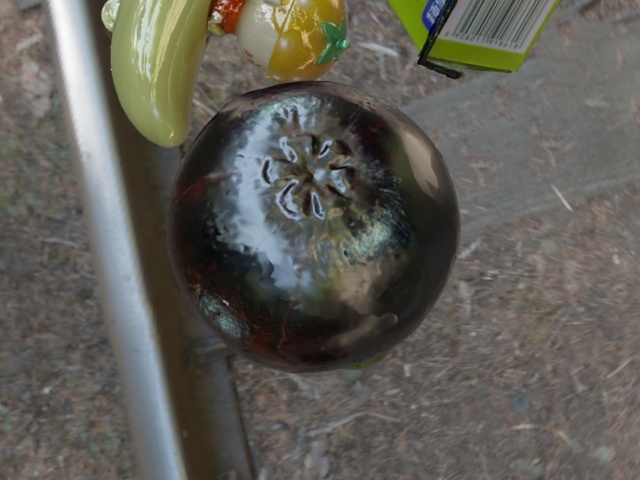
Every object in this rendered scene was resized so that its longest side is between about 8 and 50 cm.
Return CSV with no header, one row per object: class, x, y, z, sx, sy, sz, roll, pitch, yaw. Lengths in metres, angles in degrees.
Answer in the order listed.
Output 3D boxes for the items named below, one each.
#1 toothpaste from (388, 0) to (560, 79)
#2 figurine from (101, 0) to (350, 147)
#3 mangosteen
toothpaste,0.132,-0.251,0.645,0.327,0.077,0.110,-62,37,36
figurine,-0.070,-0.230,1.066,0.222,0.124,0.324,25,87,-1
mangosteen,-0.006,-0.009,0.843,0.216,0.216,0.216,-1,86,18
